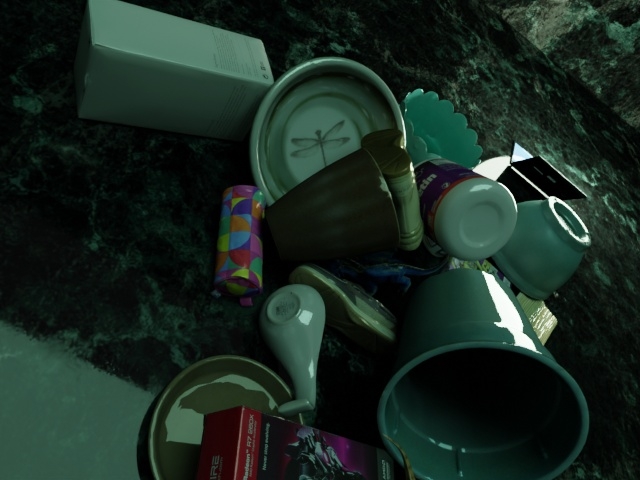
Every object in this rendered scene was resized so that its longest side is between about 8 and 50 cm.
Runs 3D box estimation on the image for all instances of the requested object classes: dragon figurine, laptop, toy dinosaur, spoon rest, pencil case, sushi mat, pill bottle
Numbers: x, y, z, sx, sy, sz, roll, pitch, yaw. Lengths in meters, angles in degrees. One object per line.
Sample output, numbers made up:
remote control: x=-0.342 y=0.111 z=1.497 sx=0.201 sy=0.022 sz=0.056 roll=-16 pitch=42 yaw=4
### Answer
dragon figurine: x=0.139 y=0.056 z=1.119 sx=0.144 sy=0.288 sz=0.085 roll=60 pitch=25 yaw=-55
laptop: x=0.830 y=-0.265 z=1.857 sx=0.234 sy=0.264 sz=0.137 roll=36 pitch=84 yaw=-10
toy dinosaur: x=0.161 y=0.439 z=0.878 sx=0.112 sy=0.064 sz=0.212 roll=35 pitch=46 yaw=-63
spoon rest: x=-0.049 y=0.196 z=0.939 sx=0.084 sy=0.137 sz=0.277 roll=63 pitch=14 yaw=-44
pencil case: x=-0.159 y=0.004 z=1.019 sx=0.104 sy=0.104 sz=0.237 roll=16 pitch=56 yaw=-26
sushi mat: x=0.578 y=0.223 z=1.407 sx=0.316 sy=0.019 sz=0.152 roll=-24 pitch=80 yaw=-51
pill bottle: x=0.297 y=-0.087 z=1.187 sx=0.181 sy=0.182 sz=0.323 roll=25 pitch=12 yaw=-20
pill bottle: x=0.359 y=-0.030 z=1.347 sx=0.094 sy=0.169 sz=0.094 roll=21 pitch=53 yaw=-30

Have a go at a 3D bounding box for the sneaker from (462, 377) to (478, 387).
sneaker: x=0.388 y=0.409 z=1.142 sx=0.226 sy=0.086 sz=0.163 roll=43 pitch=49 yaw=-2

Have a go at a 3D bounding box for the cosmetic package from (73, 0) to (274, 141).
cosmetic package: x=-0.306 y=-0.344 z=1.072 sx=0.365 sy=0.197 sz=0.155 roll=4 pitch=57 yaw=-35

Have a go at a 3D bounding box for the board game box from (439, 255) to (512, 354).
board game box: x=0.390 y=0.171 z=1.328 sx=0.208 sy=0.056 sz=0.347 roll=42 pitch=46 yaw=-11

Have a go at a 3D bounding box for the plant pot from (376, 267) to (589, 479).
plant pot: x=0.289 y=0.240 z=0.998 sx=0.341 sy=0.341 sz=0.334 roll=38 pitch=25 yaw=-9

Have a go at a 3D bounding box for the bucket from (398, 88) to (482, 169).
bucket: x=0.294 y=-0.263 z=1.449 sx=0.281 sy=0.183 sz=0.281 roll=18 pitch=53 yaw=-24

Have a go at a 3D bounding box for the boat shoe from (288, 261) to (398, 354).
boat shoe: x=0.055 y=0.133 z=1.084 sx=0.285 sy=0.103 sz=0.092 roll=38 pitch=42 yaw=-14

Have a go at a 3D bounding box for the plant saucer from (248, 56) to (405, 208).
plant saucer: x=0.011 y=-0.212 z=1.186 sx=0.400 sy=0.100 sz=0.401 roll=-7 pitch=106 yaw=-26

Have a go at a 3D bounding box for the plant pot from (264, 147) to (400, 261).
plant pot: x=0.012 y=-0.046 z=1.027 sx=0.230 sy=0.215 sz=0.216 roll=-20 pitch=71 yaw=-5

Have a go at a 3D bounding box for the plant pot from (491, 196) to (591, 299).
plant pot: x=0.650 y=-0.004 z=1.492 sx=0.292 sy=0.196 sz=0.293 roll=25 pitch=41 yaw=-24

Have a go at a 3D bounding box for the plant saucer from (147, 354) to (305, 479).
plant saucer: x=-0.150 y=0.331 z=0.848 sx=0.277 sy=0.041 sz=0.278 roll=18 pitch=52 yaw=-25

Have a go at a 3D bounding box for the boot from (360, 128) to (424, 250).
boot: x=0.161 y=-0.118 z=1.108 sx=0.262 sy=0.095 sz=0.204 roll=-99 pitch=172 yaw=-59

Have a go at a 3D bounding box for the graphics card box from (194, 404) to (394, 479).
graphics card box: x=-0.023 y=0.415 z=0.779 sx=0.370 sy=0.094 sz=0.233 roll=34 pitch=44 yaw=-37
